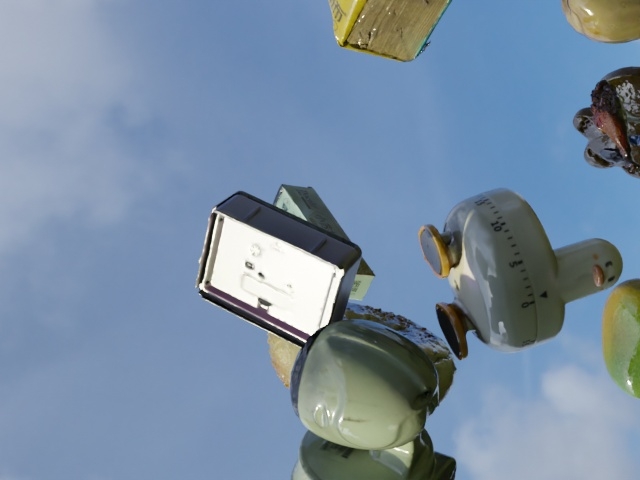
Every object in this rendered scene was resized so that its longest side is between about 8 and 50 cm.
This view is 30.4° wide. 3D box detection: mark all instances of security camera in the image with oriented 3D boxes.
[{"bbox_3d":[0.054,0.225,1.450,0.197,0.191,0.277,-42,-39,-44],"label":"security camera"}]

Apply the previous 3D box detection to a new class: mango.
[{"bbox_3d":[0.663,0.204,2.465,0.114,0.156,0.251,-6,-80,-51],"label":"mango"}]

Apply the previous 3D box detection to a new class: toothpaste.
[{"bbox_3d":[0.000,0.000,2.362,0.089,0.313,0.071,5,-57,-32],"label":"toothpaste"}]

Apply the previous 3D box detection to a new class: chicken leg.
[{"bbox_3d":[0.356,-0.141,1.424,0.062,0.037,0.145,46,-151,-33],"label":"chicken leg"}]

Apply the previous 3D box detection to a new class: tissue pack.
[{"bbox_3d":[0.080,-0.398,1.532,0.134,0.192,0.271,6,-127,-23],"label":"tissue pack"}]

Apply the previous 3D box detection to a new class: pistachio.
[{"bbox_3d":[0.418,-0.334,1.575,0.206,0.129,0.131,-20,-35,-15],"label":"pistachio"}]

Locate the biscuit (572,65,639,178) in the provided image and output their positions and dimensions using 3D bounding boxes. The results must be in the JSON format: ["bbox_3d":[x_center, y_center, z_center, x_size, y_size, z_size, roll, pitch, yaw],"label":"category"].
[{"bbox_3d":[0.493,-0.184,1.872,0.236,0.180,0.039,88,-158,-53],"label":"biscuit"}]

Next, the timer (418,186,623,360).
[{"bbox_3d":[0.278,0.037,1.650,0.233,0.240,0.233,162,90,-83],"label":"timer"}]

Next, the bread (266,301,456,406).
[{"bbox_3d":[0.055,0.189,1.810,0.305,0.305,0.159,-1,-67,-61],"label":"bread"}]

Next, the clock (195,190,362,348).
[{"bbox_3d":[-0.056,0.037,1.507,0.073,0.193,0.145,-43,-26,-53],"label":"clock"}]
